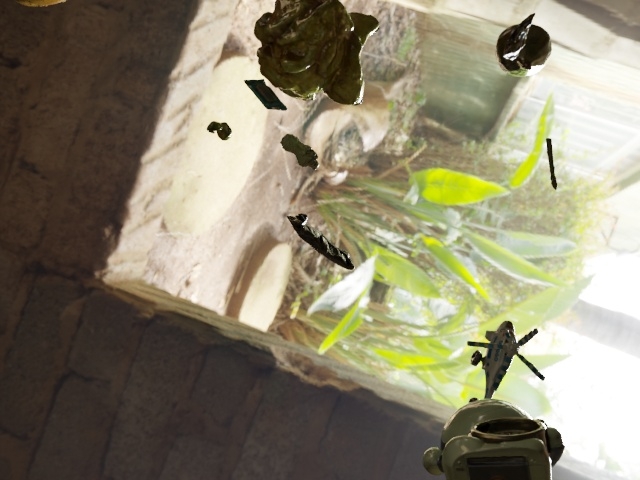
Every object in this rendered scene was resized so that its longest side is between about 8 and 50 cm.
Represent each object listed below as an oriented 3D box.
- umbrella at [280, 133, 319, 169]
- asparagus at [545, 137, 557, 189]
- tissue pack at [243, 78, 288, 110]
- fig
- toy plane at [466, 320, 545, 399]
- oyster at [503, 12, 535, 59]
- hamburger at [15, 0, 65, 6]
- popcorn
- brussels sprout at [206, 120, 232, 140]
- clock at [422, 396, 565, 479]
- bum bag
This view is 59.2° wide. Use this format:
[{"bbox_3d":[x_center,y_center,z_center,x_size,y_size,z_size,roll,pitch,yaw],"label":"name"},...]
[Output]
[{"bbox_3d":[-0.060,-0.270,1.727,0.067,0.143,0.062,-47,-157,7],"label":"umbrella"},{"bbox_3d":[0.502,-0.166,1.221,0.014,0.015,0.114,-1,-83,64],"label":"asparagus"},{"bbox_3d":[-0.168,-0.443,1.724,0.085,0.138,0.028,-18,150,-44],"label":"tissue pack"},{"bbox_3d":[0.484,-0.438,1.362,0.126,0.133,0.185,100,10,-62],"label":"fig"},{"bbox_3d":[0.387,0.304,1.235,0.107,0.182,0.273,127,-28,-69],"label":"toy plane"},{"bbox_3d":[0.344,-0.349,0.965,0.054,0.019,0.083,-12,132,-52],"label":"oyster"},{"bbox_3d":[-0.569,-0.634,1.202,0.290,0.314,0.170,-55,143,-16],"label":"hamburger"},{"bbox_3d":[-0.002,-0.491,1.450,0.321,0.325,0.290,-30,179,17],"label":"popcorn"},{"bbox_3d":[-0.291,-0.322,1.631,0.083,0.046,0.051,26,63,-62],"label":"brussels sprout"},{"bbox_3d":[0.252,0.317,0.831,0.243,0.200,0.146,22,56,-74],"label":"clock"},{"bbox_3d":[0.000,0.000,1.253,0.049,0.198,0.087,-51,-155,-2],"label":"bum bag"}]
